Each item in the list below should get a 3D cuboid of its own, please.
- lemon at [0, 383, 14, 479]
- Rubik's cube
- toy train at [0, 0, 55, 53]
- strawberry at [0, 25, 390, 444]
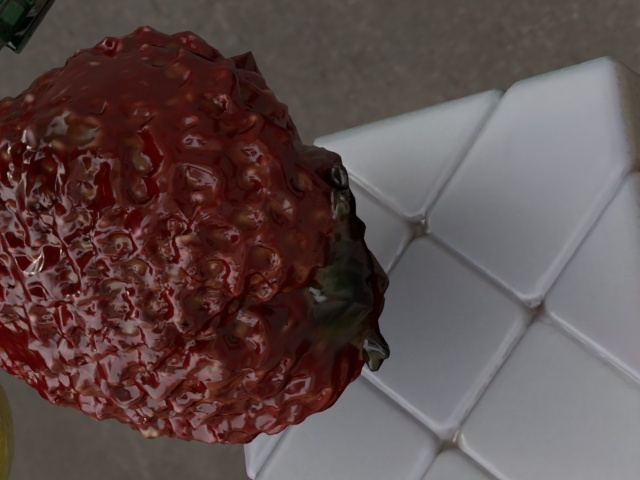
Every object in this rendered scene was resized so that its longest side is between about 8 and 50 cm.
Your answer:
[{"bbox_3d":[-0.382,0.188,1.462,0.236,0.236,0.263,49,148,3],"label":"lemon"},{"bbox_3d":[0.147,0.085,1.255,0.322,0.316,0.318,-14,73,25],"label":"Rubik's cube"},{"bbox_3d":[-0.347,-0.162,1.469,0.138,0.330,0.178,34,-179,16],"label":"toy train"},{"bbox_3d":[-0.106,0.009,1.018,0.261,0.258,0.261,50,159,28],"label":"strawberry"}]
